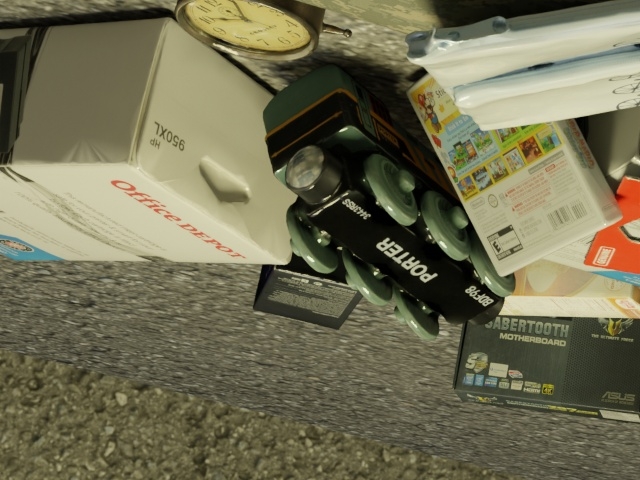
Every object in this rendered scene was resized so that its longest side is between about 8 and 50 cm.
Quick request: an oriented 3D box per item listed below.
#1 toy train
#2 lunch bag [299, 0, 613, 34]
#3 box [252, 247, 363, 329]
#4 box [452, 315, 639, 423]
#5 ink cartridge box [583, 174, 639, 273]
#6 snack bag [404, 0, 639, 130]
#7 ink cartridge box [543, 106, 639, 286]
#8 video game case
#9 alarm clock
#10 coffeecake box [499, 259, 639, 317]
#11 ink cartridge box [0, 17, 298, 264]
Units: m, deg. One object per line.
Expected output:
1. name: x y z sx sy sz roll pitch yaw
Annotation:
1. toy train: 0.072 -0.035 1.982 0.142 0.190 0.334 -32 139 23
2. lunch bag: 0.074 -0.230 1.398 0.235 0.169 0.287 13 168 -17
3. box: 0.000 0.000 2.235 0.108 0.153 0.207 13 162 -5
4. box: 0.287 0.112 2.355 0.233 0.183 0.059 7 162 18
5. ink cartridge box: 0.371 0.026 1.794 0.239 0.060 0.275 8 163 2
6. snack bag: 0.240 -0.131 1.401 0.323 0.037 0.342 -8 175 10
7. ink cartridge box: 0.330 -0.060 1.860 0.223 0.129 0.307 16 162 -16
8. video game case: 0.173 -0.083 1.822 0.026 0.206 0.227 -26 177 -23
9. alarm clock: -0.074 -0.217 1.735 0.192 0.064 0.129 22 161 -37
10. coffeecake box: 0.265 0.004 2.089 0.185 0.142 0.068 0 159 32
11. ink cartridge box: -0.245 -0.094 2.065 0.395 0.166 0.285 1 161 34
